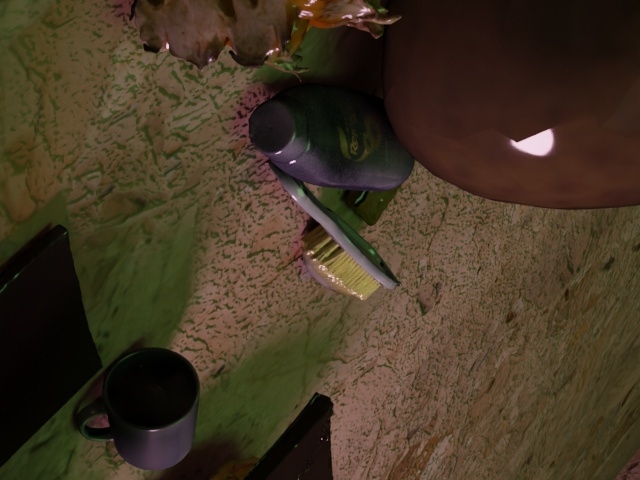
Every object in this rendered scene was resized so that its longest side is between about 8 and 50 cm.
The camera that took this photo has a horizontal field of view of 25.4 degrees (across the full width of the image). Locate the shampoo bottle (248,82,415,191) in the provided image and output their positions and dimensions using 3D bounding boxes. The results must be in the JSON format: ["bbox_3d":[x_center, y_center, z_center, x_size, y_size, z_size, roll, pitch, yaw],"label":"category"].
[{"bbox_3d":[0.013,-0.087,1.200,0.234,0.049,0.087,2,79,-63],"label":"shampoo bottle"}]

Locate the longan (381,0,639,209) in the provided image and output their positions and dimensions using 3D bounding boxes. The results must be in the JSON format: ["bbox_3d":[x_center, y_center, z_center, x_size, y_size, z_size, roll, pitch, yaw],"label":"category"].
[{"bbox_3d":[0.245,-0.195,1.214,0.405,0.336,0.404,-34,177,-2],"label":"longan"}]

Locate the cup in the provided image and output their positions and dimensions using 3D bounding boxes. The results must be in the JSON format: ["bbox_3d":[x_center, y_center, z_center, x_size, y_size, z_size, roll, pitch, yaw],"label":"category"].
[{"bbox_3d":[-0.148,0.143,1.158,0.100,0.078,0.077,-12,143,-14],"label":"cup"}]

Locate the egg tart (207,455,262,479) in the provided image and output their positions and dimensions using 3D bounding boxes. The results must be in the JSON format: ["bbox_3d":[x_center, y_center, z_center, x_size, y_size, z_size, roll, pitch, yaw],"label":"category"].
[{"bbox_3d":[-0.108,0.344,1.377,0.290,0.115,0.290,-19,114,-51],"label":"egg tart"}]

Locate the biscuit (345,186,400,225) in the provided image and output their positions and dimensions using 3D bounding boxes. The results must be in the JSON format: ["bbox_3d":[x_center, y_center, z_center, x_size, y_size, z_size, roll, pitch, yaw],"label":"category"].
[{"bbox_3d":[0.059,-0.058,1.386,0.083,0.018,0.081,-58,157,-2],"label":"biscuit"}]

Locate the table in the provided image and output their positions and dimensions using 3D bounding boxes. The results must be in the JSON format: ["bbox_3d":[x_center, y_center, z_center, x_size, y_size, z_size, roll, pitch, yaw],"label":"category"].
[{"bbox_3d":[-0.169,0.187,0.934,0.282,0.251,0.196,-47,153,-29],"label":"table"}]

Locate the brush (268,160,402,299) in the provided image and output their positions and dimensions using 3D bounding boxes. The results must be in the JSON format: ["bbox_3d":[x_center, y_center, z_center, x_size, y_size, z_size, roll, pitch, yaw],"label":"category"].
[{"bbox_3d":[0.000,0.000,1.303,0.060,0.068,0.297,-38,153,4],"label":"brush"}]

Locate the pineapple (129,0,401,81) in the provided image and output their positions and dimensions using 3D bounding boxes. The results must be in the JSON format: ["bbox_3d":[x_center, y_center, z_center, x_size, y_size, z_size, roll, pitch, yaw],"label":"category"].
[{"bbox_3d":[0.054,-0.267,0.888,0.286,0.209,0.344,-32,144,-47],"label":"pineapple"}]
